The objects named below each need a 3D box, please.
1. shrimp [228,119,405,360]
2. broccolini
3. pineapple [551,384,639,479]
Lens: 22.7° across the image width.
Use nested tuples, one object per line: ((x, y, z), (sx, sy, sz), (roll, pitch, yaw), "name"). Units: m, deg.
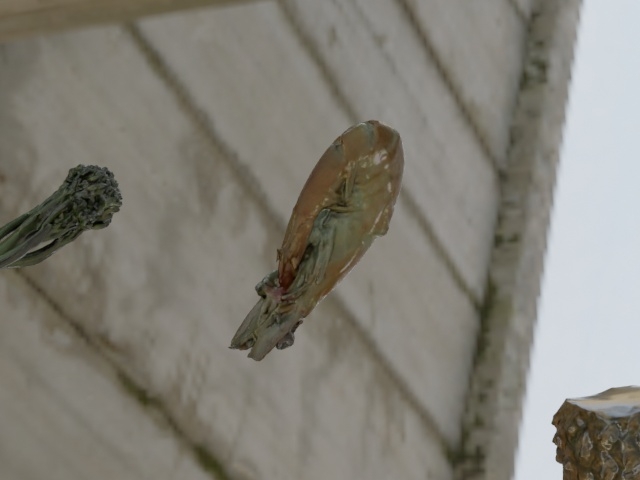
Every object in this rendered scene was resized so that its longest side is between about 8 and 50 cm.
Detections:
((0.000, 0.000, 1.020), (0.180, 0.041, 0.099), (-55, -26, -12), "shrimp")
((-0.269, 0.002, 1.481), (0.203, 0.091, 0.068), (-39, -55, -16), "broccolini")
((0.222, 0.222, 1.055), (0.125, 0.125, 0.251), (-4, -98, -64), "pineapple")
